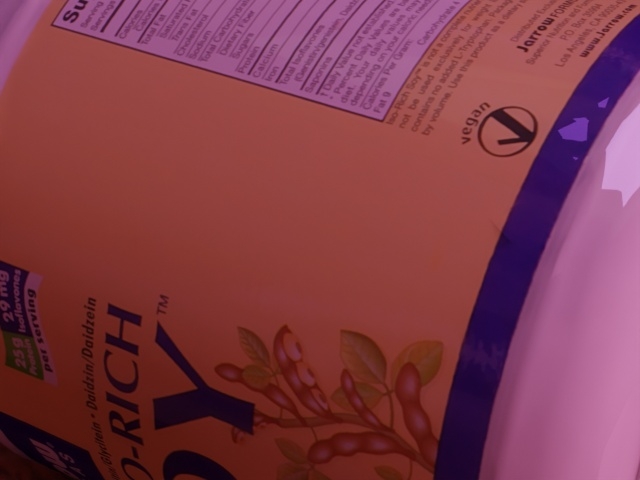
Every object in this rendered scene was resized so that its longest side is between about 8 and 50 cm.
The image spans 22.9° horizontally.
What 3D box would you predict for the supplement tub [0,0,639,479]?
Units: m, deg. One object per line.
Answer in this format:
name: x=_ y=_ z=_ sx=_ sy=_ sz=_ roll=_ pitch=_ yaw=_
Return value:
supplement tub: x=0.000 y=0.000 z=0.595 sx=0.331 sy=0.241 sz=0.241 roll=18 pitch=30 yaw=28
